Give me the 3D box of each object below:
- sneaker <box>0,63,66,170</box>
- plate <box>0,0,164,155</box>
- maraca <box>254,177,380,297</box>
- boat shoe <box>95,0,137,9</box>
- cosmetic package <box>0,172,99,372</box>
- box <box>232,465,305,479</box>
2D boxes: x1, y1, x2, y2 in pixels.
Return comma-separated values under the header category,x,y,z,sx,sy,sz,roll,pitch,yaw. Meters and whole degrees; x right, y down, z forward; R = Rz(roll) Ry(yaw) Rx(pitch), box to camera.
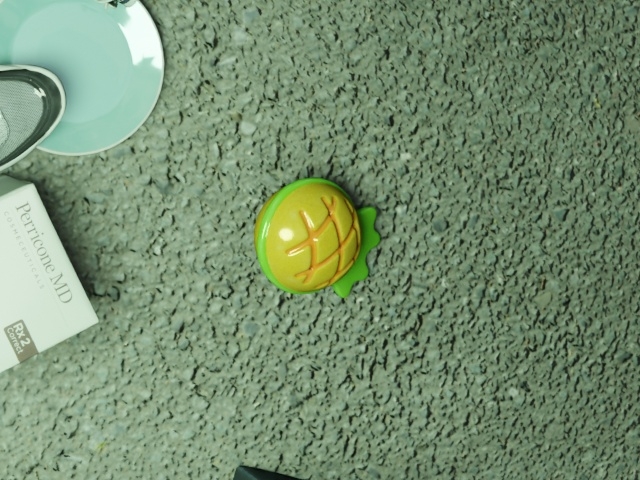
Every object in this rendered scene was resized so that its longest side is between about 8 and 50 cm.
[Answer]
category,x,y,z,sx,sy,sz,roll,pitch,yaw
sneaker,-0.357,-0.084,1.246,0.268,0.153,0.101,-23,107,-10
plate,-0.252,-0.180,1.363,0.188,0.024,0.188,-2,95,-22
maraca,0.000,0.000,1.449,0.186,0.099,0.127,18,94,-49
boat shoe,-0.192,-0.270,1.321,0.227,0.079,0.081,-14,90,-39
cosmetic package,-0.337,0.044,1.282,0.184,0.151,0.151,-28,106,-17
box,-0.010,0.474,1.384,0.212,0.293,0.395,20,87,-23
